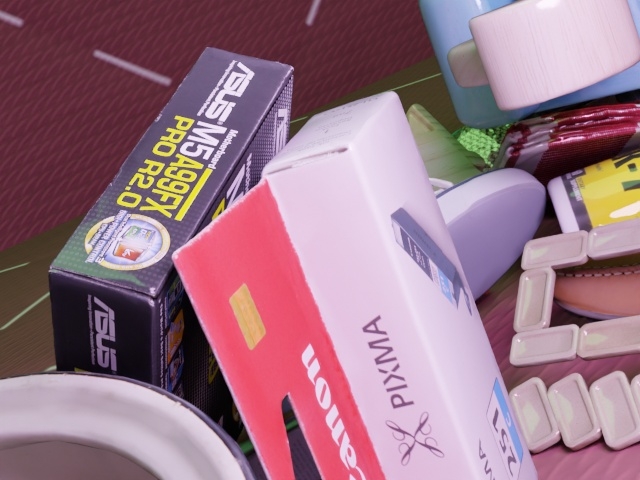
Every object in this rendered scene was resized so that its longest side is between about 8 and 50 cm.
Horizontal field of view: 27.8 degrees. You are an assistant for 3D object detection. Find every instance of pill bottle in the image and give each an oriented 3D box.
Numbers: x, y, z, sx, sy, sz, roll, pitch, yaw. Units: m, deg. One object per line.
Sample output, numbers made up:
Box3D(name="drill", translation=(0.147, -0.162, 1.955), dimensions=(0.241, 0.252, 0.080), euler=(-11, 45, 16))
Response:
Box3D(name="pill bottle", translation=(0.323, -0.033, 1.176), dimensions=(0.208, 0.119, 0.119), euler=(-19, 13, 10))

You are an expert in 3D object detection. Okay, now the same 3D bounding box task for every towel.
Box3D(name="towel", translation=(0.327, -0.096, 1.276), dimensions=(0.329, 0.037, 0.237), euler=(-10, -13, -2))

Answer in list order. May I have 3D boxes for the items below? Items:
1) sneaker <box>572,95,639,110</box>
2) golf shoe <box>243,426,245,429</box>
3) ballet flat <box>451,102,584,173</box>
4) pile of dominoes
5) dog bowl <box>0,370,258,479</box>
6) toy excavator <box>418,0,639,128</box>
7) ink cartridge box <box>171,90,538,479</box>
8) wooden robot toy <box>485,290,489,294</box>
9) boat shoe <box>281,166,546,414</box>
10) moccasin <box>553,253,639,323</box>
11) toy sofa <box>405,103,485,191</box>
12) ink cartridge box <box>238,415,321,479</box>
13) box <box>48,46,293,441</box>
Box3D(name="sneaker", translation=(0.389, -0.135, 1.424), dimensions=(0.314, 0.116, 0.136), euler=(-22, -1, -4))
Box3D(name="golf shoe", translation=(-0.153, 0.171, 1.117), dimensions=(0.306, 0.115, 0.140), euler=(-31, -18, -51))
Box3D(name="ballet flat", translation=(0.365, -0.154, 1.592), dimensions=(0.483, 0.164, 0.182), euler=(-32, 37, -18))
Box3D(name="pile of dominoes", translation=(0.255, 0.069, 0.943), dimensions=(0.251, 0.040, 0.196), euler=(-13, 50, 37))
Box3D(name="dog bowl", translation=(-0.179, 0.251, 0.568), dimensions=(0.408, 0.150, 0.408), euler=(-18, 33, 12))
Box3D(name="toy excavator", translation=(0.208, -0.198, 1.250), dimensions=(0.445, 0.222, 0.433), euler=(-29, 13, -35))
Box3D(name="ink cartridge box", translation=(0.042, 0.086, 0.758), dimensions=(0.066, 0.296, 0.261), euler=(-17, 15, 20))
Box3D(name="wooden robot toy", translation=(0.134, 0.049, 1.311), dimensions=(0.173, 0.079, 0.076), euler=(-26, 50, 48))
Box3D(name="boat shoe", translation=(0.031, 0.013, 1.154), dimensions=(0.367, 0.136, 0.156), euler=(-32, 51, -25))
Box3D(name="moccasin", translation=(0.358, -0.026, 1.026), dimensions=(0.380, 0.147, 0.139), euler=(-15, 14, 26))
Box3D(name="toy sofa", translation=(0.026, -0.013, 1.394), dimensions=(0.362, 0.177, 0.150), euler=(-20, -33, -44))
Box3D(name="ink cartridge box", translation=(-0.016, 0.157, 0.982), dimensions=(0.224, 0.045, 0.223), euler=(-31, -4, 17))
Box3D(name="box", translation=(-0.084, 0.053, 0.786), dimensions=(0.060, 0.270, 0.216), euler=(16, 42, 11))
